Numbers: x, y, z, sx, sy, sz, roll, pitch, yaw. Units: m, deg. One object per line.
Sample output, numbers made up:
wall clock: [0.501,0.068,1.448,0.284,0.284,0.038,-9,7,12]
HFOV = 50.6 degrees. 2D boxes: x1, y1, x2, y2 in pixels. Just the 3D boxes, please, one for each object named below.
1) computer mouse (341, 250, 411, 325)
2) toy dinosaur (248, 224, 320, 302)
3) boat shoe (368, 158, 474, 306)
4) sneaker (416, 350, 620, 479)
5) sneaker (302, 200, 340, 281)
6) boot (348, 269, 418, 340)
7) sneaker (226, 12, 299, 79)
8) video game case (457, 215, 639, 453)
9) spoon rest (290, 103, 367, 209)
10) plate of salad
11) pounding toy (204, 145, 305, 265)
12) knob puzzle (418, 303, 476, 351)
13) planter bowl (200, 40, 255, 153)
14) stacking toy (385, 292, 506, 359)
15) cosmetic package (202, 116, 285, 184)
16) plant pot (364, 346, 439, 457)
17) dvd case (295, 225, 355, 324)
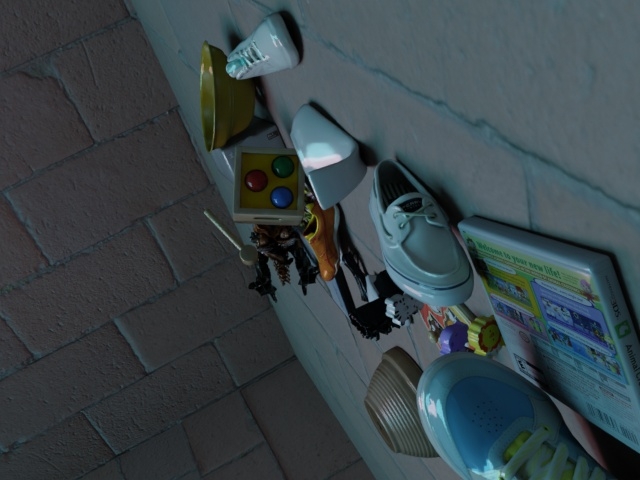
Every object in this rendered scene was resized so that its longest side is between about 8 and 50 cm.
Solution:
computer mouse: [0.096,0.097,1.195,0.193,0.042,0.106,43,158,60]
toy dinosaur: [-0.093,0.017,1.621,0.322,0.164,0.218,45,-158,-53]
boat shoe: [0.098,-0.017,0.750,0.226,0.083,0.075,-121,17,-54]
sneaker: [0.233,0.228,0.605,0.319,0.127,0.208,45,170,-6]
sneaker: [0.000,0.000,1.246,0.064,0.068,0.175,-121,22,-57]
boot: [0.090,0.102,1.077,0.121,0.099,0.045,48,161,52]
sneaker: [-0.096,-0.275,1.011,0.080,0.094,0.212,65,169,-9]
video game case: [0.217,0.079,0.626,0.193,0.023,0.212,64,170,-17]
spoon rest: [0.012,-0.123,0.990,0.276,0.084,0.137,-109,-3,-67]
plate of salad: [-0.014,-0.037,1.362,0.199,0.048,0.200,59,170,17]
pounding toy: [-0.122,-0.062,1.229,0.094,0.181,0.205,122,149,-78]
knob puzzle: [0.170,0.127,0.953,0.213,0.030,0.213,57,169,18]
planter bowl: [-0.180,-0.280,1.332,0.217,0.091,0.217,176,90,-75]
stacking toy: [0.178,0.164,0.849,0.167,0.052,0.221,19,138,55]
cosmetic package: [-0.162,-0.194,1.455,0.107,0.127,0.238,67,170,-25]
plant pot: [0.161,0.337,1.324,0.237,0.110,0.237,57,169,18]
dvd case: [0.007,0.067,1.603,0.253,0.022,0.180,49,163,50]
